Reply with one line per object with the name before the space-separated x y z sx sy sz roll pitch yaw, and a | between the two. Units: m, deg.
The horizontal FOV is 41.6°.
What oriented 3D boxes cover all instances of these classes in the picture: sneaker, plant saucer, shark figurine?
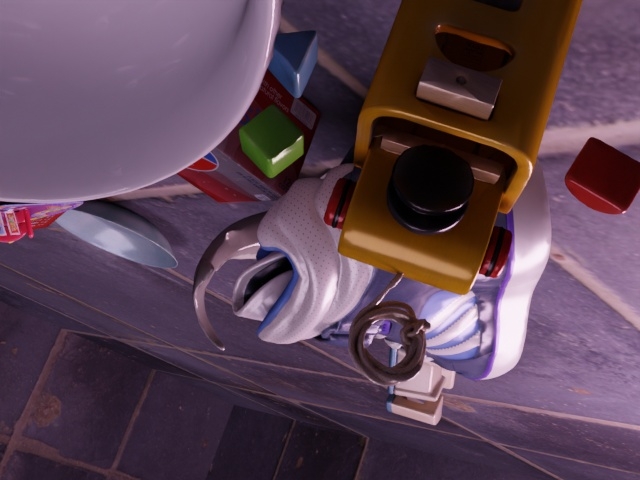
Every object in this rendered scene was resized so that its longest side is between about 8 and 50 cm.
sneaker | 0.047 0.039 0.704 0.236 0.130 0.323 -8 152 -1
plant saucer | -0.289 -0.016 1.202 0.195 0.037 0.195 18 163 6
shark figurine | -0.026 -0.011 0.786 0.278 0.116 0.166 -4 -133 -42

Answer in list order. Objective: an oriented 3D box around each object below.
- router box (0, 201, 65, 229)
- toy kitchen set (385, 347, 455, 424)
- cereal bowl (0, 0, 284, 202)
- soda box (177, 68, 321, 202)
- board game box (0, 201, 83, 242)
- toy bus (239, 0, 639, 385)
router box | -0.428 -0.051 0.918 0.301 0.082 0.335 -11 179 -28
toy kitchen set | 0.119 0.109 1.090 0.122 0.166 0.207 14 125 18
cereal bowl | -0.172 -0.170 0.359 0.339 0.141 0.339 6 147 4
soda box | -0.122 -0.124 0.609 0.092 0.083 0.263 2 155 44
board game box | -0.338 -0.011 0.900 0.133 0.033 0.168 -13 178 27
toy bus | 0.066 -0.060 0.427 0.202 0.191 0.104 62 172 17
